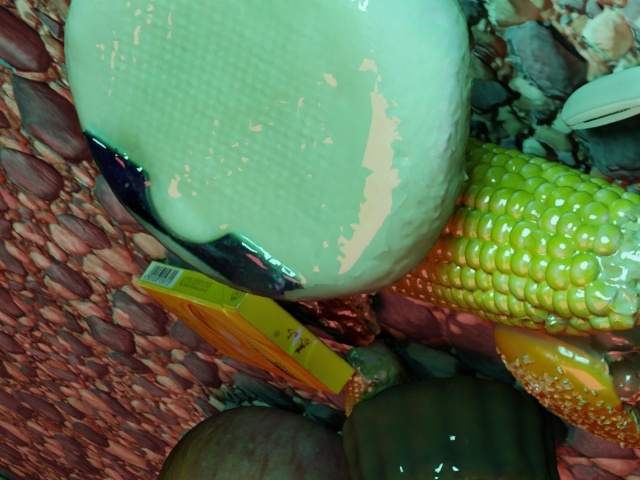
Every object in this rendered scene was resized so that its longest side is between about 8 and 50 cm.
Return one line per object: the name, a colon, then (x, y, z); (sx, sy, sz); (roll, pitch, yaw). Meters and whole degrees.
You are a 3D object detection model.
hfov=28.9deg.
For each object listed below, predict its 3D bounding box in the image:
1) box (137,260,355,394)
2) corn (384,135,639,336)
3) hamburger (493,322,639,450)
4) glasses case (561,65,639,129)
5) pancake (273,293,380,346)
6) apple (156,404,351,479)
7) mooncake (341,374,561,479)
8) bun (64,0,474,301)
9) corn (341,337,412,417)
box: (-0.088, 0.090, 1.337); (0.152, 0.043, 0.269); (40, 166, -24)
corn: (0.109, -0.008, 0.888); (0.347, 0.130, 0.130); (20, 157, 52)
hamburger: (0.231, 0.102, 0.994); (0.173, 0.116, 0.210); (10, 167, 34)
glasses case: (0.192, -0.093, 0.813); (0.021, 0.032, 0.083); (38, 152, -24)
pancake: (0.000, 0.000, 1.169); (0.266, 0.057, 0.244); (36, 144, -23)
apple: (-0.069, 0.377, 1.632); (0.345, 0.269, 0.345); (22, 153, 12)
mooncake: (0.136, 0.240, 1.284); (0.228, 0.124, 0.228); (-2, 146, -1)
bun: (-0.016, -0.113, 0.825); (0.293, 0.187, 0.293); (13, 120, 23)
corn: (0.068, 0.199, 1.392); (0.086, 0.086, 0.288); (20, 151, 18)
